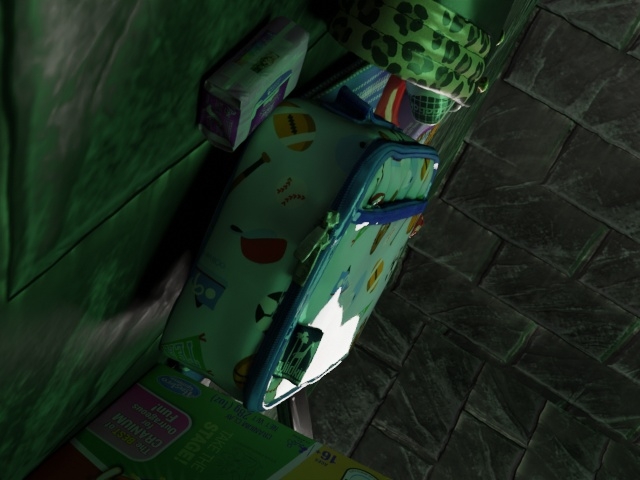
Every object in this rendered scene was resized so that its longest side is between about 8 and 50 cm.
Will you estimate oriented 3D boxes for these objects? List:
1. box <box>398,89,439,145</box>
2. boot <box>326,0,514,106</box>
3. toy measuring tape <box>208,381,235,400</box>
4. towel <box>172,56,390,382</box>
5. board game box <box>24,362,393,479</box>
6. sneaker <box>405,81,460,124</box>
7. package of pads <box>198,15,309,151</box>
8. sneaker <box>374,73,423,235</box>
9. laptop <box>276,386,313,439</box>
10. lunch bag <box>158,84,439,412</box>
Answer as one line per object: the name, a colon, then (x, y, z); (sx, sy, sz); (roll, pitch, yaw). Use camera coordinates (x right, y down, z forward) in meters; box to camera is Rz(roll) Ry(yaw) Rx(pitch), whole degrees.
box: (0.081, -0.095, 1.197); (0.293, 0.057, 0.201); (-49, 167, -49)
boot: (0.148, -0.258, 0.721); (0.284, 0.138, 0.377); (-62, 167, 16)
toy measuring tape: (-0.134, 0.223, 0.949); (0.121, 0.121, 0.330); (73, 41, -79)
towel: (-0.042, -0.022, 0.861); (0.243, 0.040, 0.336); (-44, 162, -51)
board game box: (-0.104, 0.234, 0.663); (0.316, 0.242, 0.064); (-43, 155, -62)
sneaker: (0.126, -0.184, 0.918); (0.235, 0.090, 0.094); (-43, 138, -64)
package of pads: (-0.041, -0.099, 0.560); (0.083, 0.032, 0.050); (-52, 168, -36)
sneaker: (0.078, -0.083, 0.976); (0.087, 0.128, 0.221); (-46, 166, -55)
laptop: (-0.115, 0.346, 1.038); (0.382, 0.236, 0.407); (-118, -160, -89)
lunch bag: (0.000, 0.000, 0.727); (0.243, 0.115, 0.303); (-62, 169, 11)
